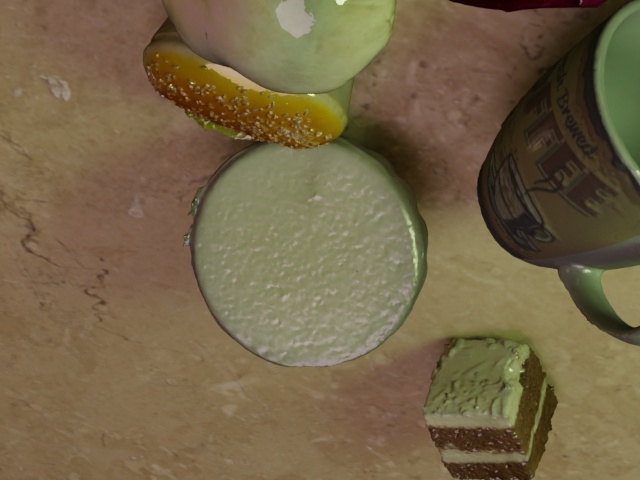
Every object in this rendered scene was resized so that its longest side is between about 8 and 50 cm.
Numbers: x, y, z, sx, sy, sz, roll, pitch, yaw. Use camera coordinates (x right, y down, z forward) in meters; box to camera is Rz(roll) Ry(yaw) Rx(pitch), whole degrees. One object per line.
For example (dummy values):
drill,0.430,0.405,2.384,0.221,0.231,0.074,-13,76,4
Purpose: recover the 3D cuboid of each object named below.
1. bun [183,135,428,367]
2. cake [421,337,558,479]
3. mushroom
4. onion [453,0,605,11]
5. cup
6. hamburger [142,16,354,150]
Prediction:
bun,0.000,0.000,1.629,0.263,0.175,0.263,3,101,15
cake,0.205,0.206,1.820,0.134,0.135,0.147,-6,138,32
mushroom,-0.014,-0.251,1.282,0.260,0.234,0.254,64,146,14
onion,0.091,-0.341,1.022,0.385,0.348,0.348,21,145,18
cup,0.276,-0.036,1.366,0.227,0.301,0.257,10,156,-24
hamburger,-0.070,-0.159,1.455,0.210,0.116,0.173,24,177,-8
